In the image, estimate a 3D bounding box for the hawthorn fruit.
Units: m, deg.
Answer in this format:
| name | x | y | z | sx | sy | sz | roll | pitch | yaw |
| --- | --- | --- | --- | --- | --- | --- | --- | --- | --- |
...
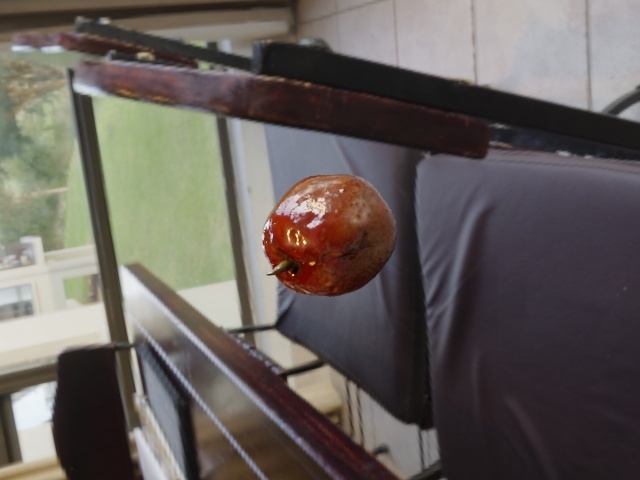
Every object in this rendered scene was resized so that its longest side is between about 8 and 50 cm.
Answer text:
| name | x | y | z | sx | sy | sz | roll | pitch | yaw |
| --- | --- | --- | --- | --- | --- | --- | --- | --- | --- |
| hawthorn fruit | 0.000 | 0.000 | 1.146 | 0.179 | 0.200 | 0.179 | 23 | 127 | 33 |
